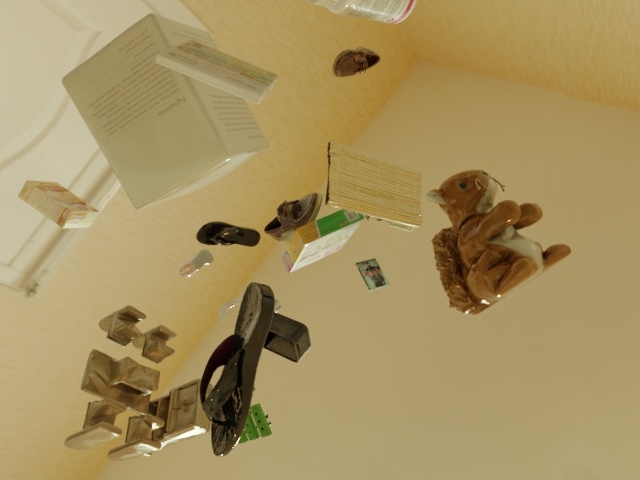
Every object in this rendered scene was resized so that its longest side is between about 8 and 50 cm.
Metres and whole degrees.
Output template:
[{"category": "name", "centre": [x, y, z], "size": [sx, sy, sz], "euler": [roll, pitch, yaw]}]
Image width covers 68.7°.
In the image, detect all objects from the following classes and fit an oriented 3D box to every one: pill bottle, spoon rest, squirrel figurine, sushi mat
[{"category": "pill bottle", "centre": [0.103, -0.661, 1.206], "size": [0.160, 0.283, 0.160], "euler": [19, -67, 53]}, {"category": "spoon rest", "centre": [-0.291, 0.278, 1.977], "size": [0.137, 0.277, 0.084], "euler": [37, -54, 49]}, {"category": "squirrel figurine", "centre": [0.446, 0.000, 1.381], "size": [0.370, 0.281, 0.397], "euler": [57, -40, 20]}, {"category": "sushi mat", "centre": [0.138, -0.128, 1.112], "size": [0.019, 0.317, 0.151], "euler": [-14, -109, 50]}]

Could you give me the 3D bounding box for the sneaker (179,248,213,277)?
[{"category": "sneaker", "centre": [-0.376, 0.071, 1.401], "size": [0.070, 0.051, 0.134], "euler": [-32, -173, 19]}]

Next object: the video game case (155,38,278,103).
[{"category": "video game case", "centre": [-0.219, -0.381, 1.046], "size": [0.206, 0.227, 0.026], "euler": [-78, -170, -59]}]

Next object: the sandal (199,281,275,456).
[{"category": "sandal", "centre": [-0.233, 0.317, 1.182], "size": [0.168, 0.107, 0.445], "euler": [16, -88, 59]}]

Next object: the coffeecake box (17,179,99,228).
[{"category": "coffeecake box", "centre": [-0.857, -0.118, 1.541], "size": [0.186, 0.142, 0.068], "euler": [34, -83, 5]}]

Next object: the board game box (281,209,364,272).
[{"category": "board game box", "centre": [0.000, 0.000, 1.705], "size": [0.242, 0.316, 0.064], "euler": [-24, -104, -22]}]

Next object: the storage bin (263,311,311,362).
[{"category": "storage bin", "centre": [-0.133, 0.339, 1.661], "size": [0.180, 0.121, 0.084], "euler": [16, -139, 29]}]

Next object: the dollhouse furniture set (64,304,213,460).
[{"category": "dollhouse furniture set", "centre": [-0.550, 0.467, 1.385], "size": [0.257, 0.394, 0.361], "euler": [-26, -137, 18]}]

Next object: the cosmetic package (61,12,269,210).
[{"category": "cosmetic package", "centre": [-0.412, -0.350, 1.324], "size": [0.328, 0.393, 0.329], "euler": [-25, -172, 18]}]

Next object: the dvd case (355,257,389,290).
[{"category": "dvd case", "centre": [0.190, 0.123, 1.713], "size": [0.119, 0.087, 0.013], "euler": [63, -29, 30]}]

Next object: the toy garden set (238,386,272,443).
[{"category": "toy garden set", "centre": [-0.278, 0.597, 1.641], "size": [0.244, 0.049, 0.203], "euler": [-31, -100, 37]}]

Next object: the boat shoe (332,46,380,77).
[{"category": "boat shoe", "centre": [0.099, -0.484, 1.270], "size": [0.060, 0.064, 0.178], "euler": [25, -136, 29]}]

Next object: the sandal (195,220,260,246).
[{"category": "sandal", "centre": [-0.348, -0.019, 1.805], "size": [0.054, 0.255, 0.097], "euler": [47, -52, 52]}]

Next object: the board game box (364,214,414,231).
[{"category": "board game box", "centre": [0.222, -0.147, 1.793], "size": [0.053, 0.193, 0.305], "euler": [-66, -154, 25]}]

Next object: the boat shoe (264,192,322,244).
[{"category": "boat shoe", "centre": [-0.115, -0.093, 1.805], "size": [0.342, 0.123, 0.123], "euler": [-35, -142, 52]}]
